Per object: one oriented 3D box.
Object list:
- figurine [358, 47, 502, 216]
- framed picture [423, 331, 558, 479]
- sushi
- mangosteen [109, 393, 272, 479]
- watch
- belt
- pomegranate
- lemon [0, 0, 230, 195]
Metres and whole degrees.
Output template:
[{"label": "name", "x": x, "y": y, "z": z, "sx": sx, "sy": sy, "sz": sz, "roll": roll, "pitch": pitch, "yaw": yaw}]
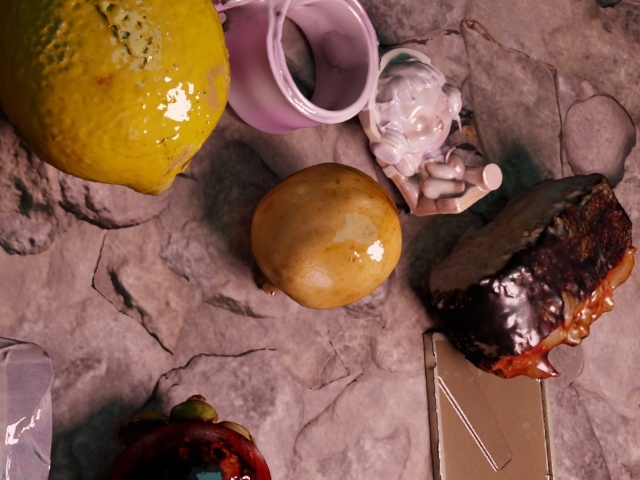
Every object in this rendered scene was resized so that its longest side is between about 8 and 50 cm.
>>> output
[{"label": "figurine", "x": 0.131, "y": -0.149, "z": 1.757, "sx": 0.162, "sy": 0.141, "sz": 0.236, "roll": -30, "pitch": 96, "yaw": -39}, {"label": "framed picture", "x": 0.235, "y": 0.269, "z": 1.809, "sx": 0.211, "sy": 0.020, "sz": 0.289, "roll": 4, "pitch": 78, "yaw": -35}, {"label": "sushi", "x": 0.291, "y": 0.040, "z": 1.807, "sx": 0.343, "sy": 0.196, "sz": 0.182, "roll": -38, "pitch": 114, "yaw": -35}, {"label": "mangosteen", "x": -0.142, "y": 0.257, "z": 1.467, "sx": 0.200, "sy": 0.200, "sz": 0.199, "roll": 9, "pitch": 74, "yaw": -33}, {"label": "watch", "x": -0.040, "y": -0.238, "z": 1.639, "sx": 0.248, "sy": 0.211, "sz": 0.217, "roll": -29, "pitch": 105, "yaw": -45}, {"label": "belt", "x": -0.355, "y": 0.257, "z": 1.278, "sx": 0.117, "sy": 0.212, "sz": 0.346, "roll": 16, "pitch": 75, "yaw": -30}, {"label": "pomegranate", "x": 0.000, "y": 0.000, "z": 1.620, "sx": 0.196, "sy": 0.196, "sz": 0.196, "roll": 9, "pitch": 74, "yaw": -33}, {"label": "lemon", "x": -0.227, "y": -0.196, "z": 1.450, "sx": 0.258, "sy": 0.258, "sz": 0.310, "roll": -24, "pitch": 89, "yaw": -36}]
